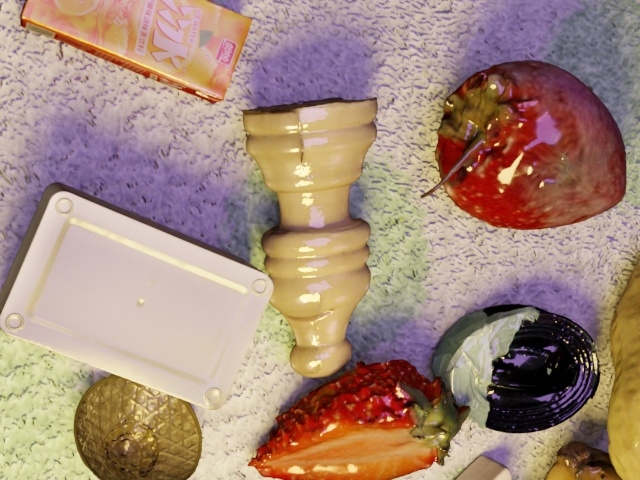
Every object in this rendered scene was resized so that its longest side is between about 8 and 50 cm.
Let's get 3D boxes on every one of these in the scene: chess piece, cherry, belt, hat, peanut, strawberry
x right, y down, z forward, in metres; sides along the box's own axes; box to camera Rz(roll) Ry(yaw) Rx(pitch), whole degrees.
[{"bbox_3d":[0.000,0.000,1.194,0.139,0.124,0.307,-16,105,-48],"label":"chess piece"},{"bbox_3d":[0.245,-0.097,1.217,0.250,0.175,0.192,22,98,-18],"label":"cherry"},{"bbox_3d":[0.232,0.150,1.285,0.199,0.078,0.151,-3,98,-15],"label":"belt"},{"bbox_3d":[-0.208,0.223,1.177,0.146,0.067,0.146,17,49,-21],"label":"hat"},{"bbox_3d":[0.413,0.150,1.286,0.148,0.147,0.318,24,64,-17],"label":"peanut"},{"bbox_3d":[0.041,0.213,1.224,0.228,0.098,0.174,-26,137,25],"label":"strawberry"}]

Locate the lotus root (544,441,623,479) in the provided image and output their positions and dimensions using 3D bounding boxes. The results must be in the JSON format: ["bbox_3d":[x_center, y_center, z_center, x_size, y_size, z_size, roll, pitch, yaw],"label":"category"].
[{"bbox_3d":[0.358,0.376,1.313,0.146,0.131,0.303,-34,99,-17],"label":"lotus root"}]

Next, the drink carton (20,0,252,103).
[{"bbox_3d":[-0.193,-0.229,1.131,0.223,0.071,0.096,21,88,-17],"label":"drink carton"}]

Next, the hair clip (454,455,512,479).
[{"bbox_3d":[0.111,0.396,1.269,0.331,0.085,0.101,-42,107,-16],"label":"hair clip"}]

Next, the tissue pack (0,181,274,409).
[{"bbox_3d":[-0.195,0.056,1.122,0.246,0.136,0.159,24,88,-16],"label":"tissue pack"}]
